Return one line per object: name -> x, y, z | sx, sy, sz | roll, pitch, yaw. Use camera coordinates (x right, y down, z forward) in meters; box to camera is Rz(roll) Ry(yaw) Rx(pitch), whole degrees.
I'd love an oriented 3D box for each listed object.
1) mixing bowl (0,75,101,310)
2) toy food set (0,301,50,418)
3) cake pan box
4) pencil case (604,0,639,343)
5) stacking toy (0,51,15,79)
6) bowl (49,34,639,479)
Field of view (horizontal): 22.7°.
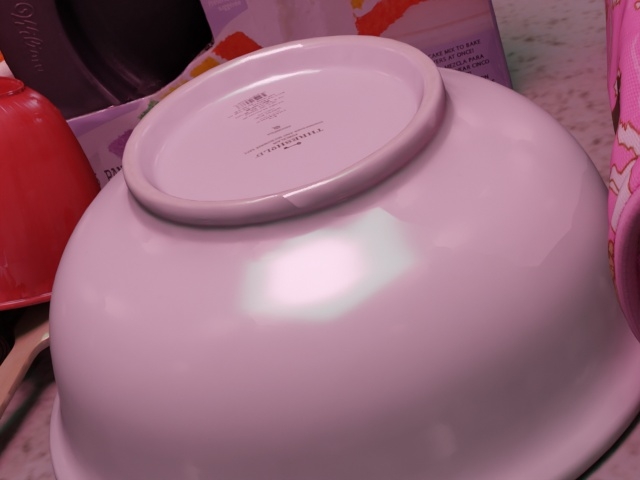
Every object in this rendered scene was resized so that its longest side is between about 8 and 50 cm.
mixing bowl -> -0.194, -0.032, 0.832 | 0.181, 0.098, 0.181 | 0, 15, 0
toy food set -> -0.222, 0.071, 0.807 | 0.192, 0.038, 0.132 | 5, 44, 24
cake pan box -> -0.049, -0.157, 0.871 | 0.267, 0.246, 0.070 | -15, 31, 3
pencil case -> 0.193, -0.101, 0.714 | 0.160, 0.167, 0.386 | -37, 26, 28
stacking toy -> -0.307, -0.326, 1.005 | 0.350, 0.480, 0.350 | -24, 35, 18
bowl -> 0.000, 0.000, 0.708 | 0.298, 0.134, 0.298 | -12, 32, 8
